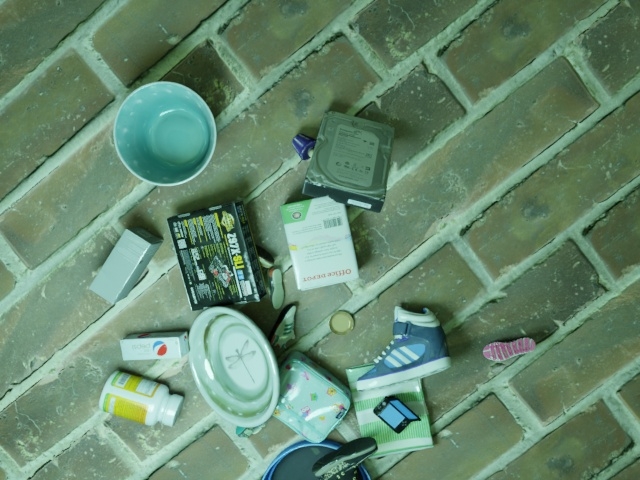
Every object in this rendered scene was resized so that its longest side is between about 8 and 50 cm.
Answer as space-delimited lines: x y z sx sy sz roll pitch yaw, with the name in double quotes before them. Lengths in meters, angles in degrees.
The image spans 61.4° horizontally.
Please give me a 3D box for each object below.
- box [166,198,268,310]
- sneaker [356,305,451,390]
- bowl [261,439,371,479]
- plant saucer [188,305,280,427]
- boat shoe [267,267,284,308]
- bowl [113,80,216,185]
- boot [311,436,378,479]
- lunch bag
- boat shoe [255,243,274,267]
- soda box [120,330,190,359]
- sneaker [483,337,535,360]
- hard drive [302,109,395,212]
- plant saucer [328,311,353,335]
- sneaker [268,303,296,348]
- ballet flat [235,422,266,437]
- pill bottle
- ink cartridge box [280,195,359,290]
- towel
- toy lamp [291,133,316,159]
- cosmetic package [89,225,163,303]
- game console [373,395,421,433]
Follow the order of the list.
"box" -0.332 0.052 1.731 0.257 0.079 0.322 -12 98 18
"sneaker" 0.246 0.341 1.757 0.323 0.130 0.236 -19 67 7
"bowl" -0.012 0.866 1.846 0.391 0.077 0.391 0 96 1
"plant saucer" -0.261 0.396 1.740 0.400 0.100 0.400 9 106 36
"boat shoe" -0.154 0.159 1.792 0.043 0.049 0.137 5 102 44
"bowl" -0.463 -0.326 1.688 0.311 0.163 0.311 0 96 2
"boot" 0.113 0.758 1.752 0.236 0.085 0.178 -30 97 11
"lunch bag" -0.047 0.529 1.794 0.279 0.108 0.224 38 96 -3
"boat shoe" -0.242 0.044 1.776 0.190 0.068 0.072 32 109 9
"soda box" -0.548 0.350 1.790 0.216 0.069 0.074 -5 97 14
"sneaker" 0.627 0.361 1.782 0.170 0.075 0.063 -19 69 24
"hard drive" 0.093 -0.247 1.619 0.237 0.339 0.064 15 140 -1
"plant saucer" 0.069 0.278 1.811 0.083 0.015 0.083 0 96 1
"sneaker" -0.110 0.289 1.804 0.075 0.057 0.161 27 95 -18
"ballet flat" -0.217 0.609 1.803 0.070 0.070 0.188 41 131 -3
"pill bottle" -0.591 0.534 1.795 0.246 0.136 0.136 18 96 0
"ink cartridge box" 0.000 0.000 1.732 0.201 0.117 0.278 -12 95 2
"towel" 0.240 0.567 1.827 0.248 0.038 0.325 -12 96 4
"toy lamp" 0.016 -0.240 1.686 0.275 0.080 0.080 44 96 21
"cosmetic package" -0.631 0.077 1.754 0.107 0.127 0.238 31 98 -1
"game console" 0.250 0.576 1.774 0.122 0.071 0.107 42 96 -1
